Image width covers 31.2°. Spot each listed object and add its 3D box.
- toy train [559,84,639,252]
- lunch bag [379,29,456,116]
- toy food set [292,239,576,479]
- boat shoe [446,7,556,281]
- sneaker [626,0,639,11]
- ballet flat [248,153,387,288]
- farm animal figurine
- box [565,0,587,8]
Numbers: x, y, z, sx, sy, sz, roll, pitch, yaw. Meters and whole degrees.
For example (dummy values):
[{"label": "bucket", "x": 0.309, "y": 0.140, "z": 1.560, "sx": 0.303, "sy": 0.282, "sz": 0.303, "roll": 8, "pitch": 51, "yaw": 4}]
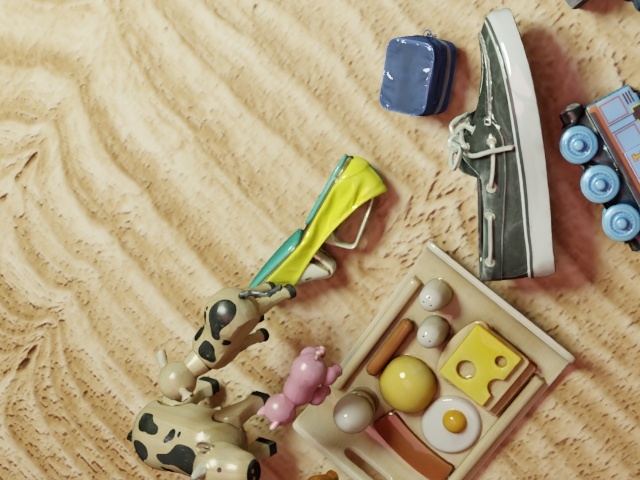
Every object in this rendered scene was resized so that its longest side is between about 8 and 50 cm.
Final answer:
[{"label": "toy train", "x": 0.338, "y": -0.080, "z": 1.267, "sx": 0.105, "sy": 0.080, "sz": 0.184, "roll": -29, "pitch": 91, "yaw": 17}, {"label": "lunch bag", "x": 0.115, "y": -0.195, "z": 1.327, "sx": 0.067, "sy": 0.065, "sz": 0.098, "roll": 20, "pitch": 109, "yaw": 31}, {"label": "toy food set", "x": 0.132, "y": 0.181, "z": 1.388, "sx": 0.220, "sy": 0.092, "sz": 0.306, "roll": 39, "pitch": 112, "yaw": 9}, {"label": "boat shoe", "x": 0.195, "y": -0.102, "z": 1.293, "sx": 0.105, "sy": 0.113, "sz": 0.306, "roll": -8, "pitch": 108, "yaw": 7}, {"label": "sneaker", "x": 0.278, "y": -0.298, "z": 1.161, "sx": 0.148, "sy": 0.131, "sz": 0.350, "roll": -37, "pitch": 83, "yaw": 30}, {"label": "ballet flat", "x": 0.000, "y": 0.000, "z": 1.410, "sx": 0.077, "sy": 0.077, "sz": 0.231, "roll": 35, "pitch": 110, "yaw": -5}, {"label": "farm animal figurine", "x": -0.124, "y": 0.230, "z": 1.401, "sx": 0.327, "sy": 0.172, "sz": 0.330, "roll": -16, "pitch": 94, "yaw": 46}, {"label": "box", "x": 0.272, "y": -0.394, "z": 1.231, "sx": 0.183, "sy": 0.056, "sz": 0.231, "roll": -41, "pitch": 87, "yaw": 24}]
